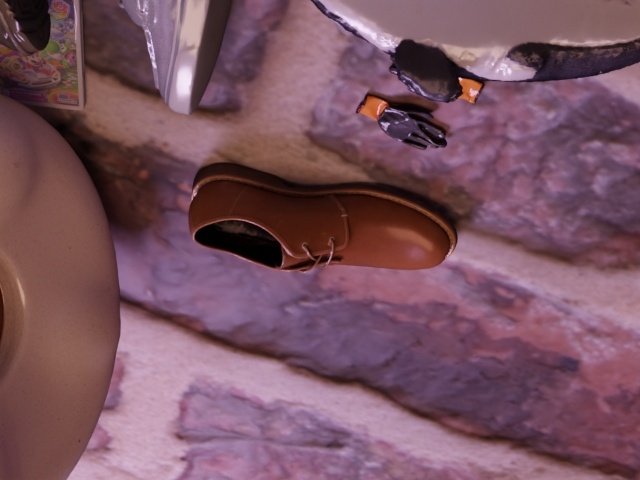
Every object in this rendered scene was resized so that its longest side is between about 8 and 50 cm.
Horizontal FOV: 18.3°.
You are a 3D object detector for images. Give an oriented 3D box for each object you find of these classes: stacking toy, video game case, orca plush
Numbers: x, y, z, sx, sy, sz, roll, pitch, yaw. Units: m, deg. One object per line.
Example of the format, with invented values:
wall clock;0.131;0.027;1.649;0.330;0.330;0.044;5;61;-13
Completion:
stacking toy;-0.431;0.049;1.571;0.480;0.350;0.350;4;135;33
video game case;-0.221;-0.152;1.488;0.087;0.011;0.122;7;132;4
orca plush;0.130;-0.170;1.387;0.287;0.102;0.151;-6;86;2

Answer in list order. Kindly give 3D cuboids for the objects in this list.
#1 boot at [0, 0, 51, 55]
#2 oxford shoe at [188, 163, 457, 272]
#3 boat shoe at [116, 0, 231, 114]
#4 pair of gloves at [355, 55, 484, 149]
boot;-0.319;-0.185;1.426;0.209;0.076;0.189;-23;104;19
oxford shoe;0.000;0.000;1.543;0.212;0.076;0.076;8;130;1
boat shoe;-0.108;-0.195;1.395;0.081;0.079;0.227;14;128;10
pair of gloves;0.074;-0.104;1.480;0.074;0.010;0.083;24;132;-12
